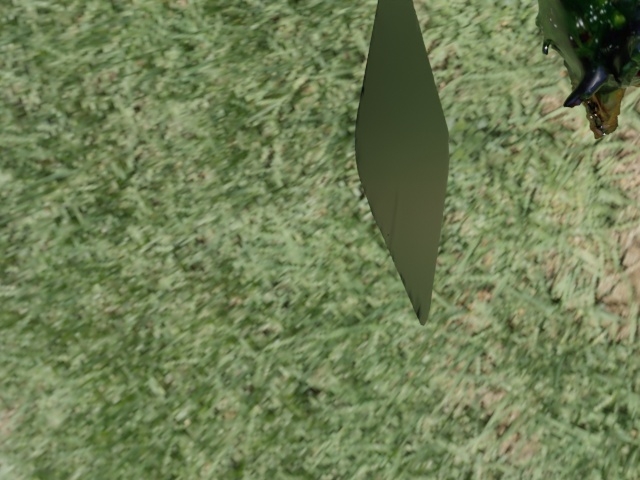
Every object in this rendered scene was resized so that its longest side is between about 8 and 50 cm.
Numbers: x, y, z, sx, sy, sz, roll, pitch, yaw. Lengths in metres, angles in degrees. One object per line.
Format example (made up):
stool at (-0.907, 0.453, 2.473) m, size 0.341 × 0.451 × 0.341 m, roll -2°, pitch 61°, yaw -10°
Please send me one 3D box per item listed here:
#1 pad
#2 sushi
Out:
pad at (0.021, 0.008, 0.767) m, size 0.055 × 0.323 × 0.250 m, roll 20°, pitch 159°, yaw 24°
sushi at (0.203, -0.153, 0.773) m, size 0.149 × 0.287 × 0.140 m, roll 10°, pitch 72°, yaw -16°
